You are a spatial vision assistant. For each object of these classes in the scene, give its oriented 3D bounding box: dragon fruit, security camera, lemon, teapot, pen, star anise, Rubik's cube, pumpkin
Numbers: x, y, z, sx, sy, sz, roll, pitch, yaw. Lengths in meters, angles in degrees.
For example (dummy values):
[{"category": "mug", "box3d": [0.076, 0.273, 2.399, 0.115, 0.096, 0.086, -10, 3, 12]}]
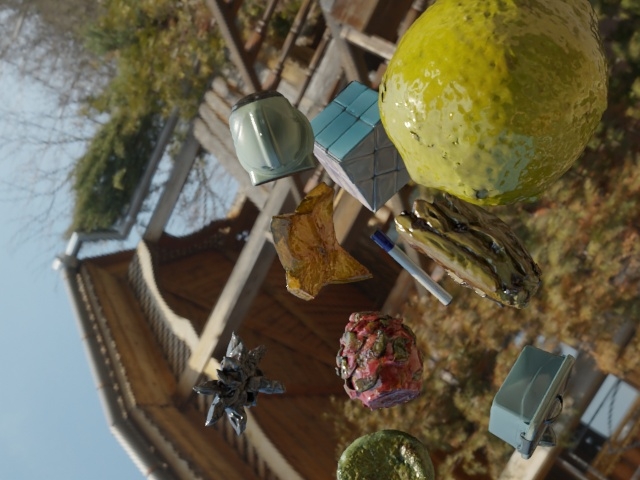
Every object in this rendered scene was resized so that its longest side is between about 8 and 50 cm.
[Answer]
[{"category": "dragon fruit", "box3d": [0.181, 0.341, 2.294, 0.269, 0.250, 0.291, 31, -145, -50]}, {"category": "security camera", "box3d": [-0.121, -0.245, 1.807, 0.197, 0.191, 0.277, -15, 179, 4]}, {"category": "lemon", "box3d": [0.277, -0.237, 1.217, 0.350, 0.387, 0.350, 38, -173, -5]}, {"category": "teapot", "box3d": [0.559, 0.489, 1.956, 0.066, 0.057, 0.088, 10, 160, 2]}, {"category": "pen", "box3d": [0.230, 0.067, 1.950, 0.269, 0.033, 0.033, 42, -168, -9]}, {"category": "star anise", "box3d": [-0.222, 0.382, 2.089, 0.129, 0.283, 0.212, -7, 122, 53]}, {"category": "Rubik's cube", "box3d": [0.120, -0.256, 2.093, 0.224, 0.231, 0.221, 40, 172, 48]}, {"category": "pumpkin", "box3d": [-0.006, 0.025, 1.927, 0.095, 0.290, 0.258, -8, -159, 40]}]

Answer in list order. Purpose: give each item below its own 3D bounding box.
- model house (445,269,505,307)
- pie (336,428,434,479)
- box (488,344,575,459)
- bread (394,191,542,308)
[{"category": "model house", "box3d": [0.511, 0.098, 2.321, 0.172, 0.166, 0.183, 27, -163, -44]}, {"category": "pie", "box3d": [0.185, 0.667, 2.169, 0.277, 0.277, 0.078, 31, 177, 18]}, {"category": "box", "box3d": [0.470, 0.353, 1.717, 0.130, 0.162, 0.227, 24, -123, 25]}, {"category": "bread", "box3d": [0.351, 0.011, 1.765, 0.324, 0.167, 0.277, 33, -177, 24]}]
